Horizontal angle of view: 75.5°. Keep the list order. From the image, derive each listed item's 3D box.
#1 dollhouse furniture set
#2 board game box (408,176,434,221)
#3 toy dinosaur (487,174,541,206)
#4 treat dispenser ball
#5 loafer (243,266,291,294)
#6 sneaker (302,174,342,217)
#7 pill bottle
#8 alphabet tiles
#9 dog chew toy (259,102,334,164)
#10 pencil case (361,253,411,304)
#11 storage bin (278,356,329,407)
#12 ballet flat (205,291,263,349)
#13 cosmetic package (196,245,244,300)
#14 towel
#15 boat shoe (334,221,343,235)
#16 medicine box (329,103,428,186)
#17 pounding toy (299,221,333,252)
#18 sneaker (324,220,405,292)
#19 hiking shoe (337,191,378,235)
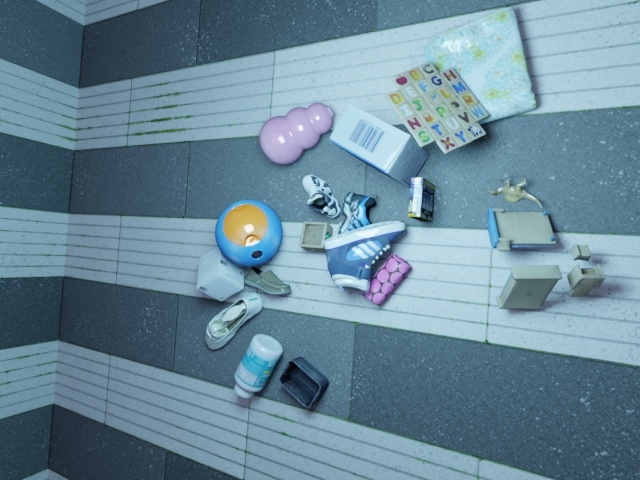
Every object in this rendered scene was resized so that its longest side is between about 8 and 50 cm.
[{"bbox_3d":[0.706,0.046,1.375,0.286,0.198,0.304,-1,54,7],"label":"dollhouse furniture set"},{"bbox_3d":[0.367,-0.146,1.501,0.048,0.170,0.141,2,87,29],"label":"board game box"},{"bbox_3d":[0.676,-0.173,1.418,0.183,0.053,0.093,20,112,34],"label":"toy dinosaur"},{"bbox_3d":[-0.306,-0.031,1.782,0.288,0.288,0.289,-2,86,27],"label":"treat dispenser ball"},{"bbox_3d":[-0.236,0.177,1.840,0.251,0.094,0.088,15,98,28],"label":"loafer"},{"bbox_3d":[-0.019,-0.193,1.714,0.094,0.153,0.235,-39,71,19],"label":"sneaker"},{"bbox_3d":[-0.282,0.556,1.815,0.146,0.146,0.264,33,103,25],"label":"pill bottle"},{"bbox_3d":[0.396,-0.459,1.403,0.285,0.011,0.343,-26,73,-13],"label":"alphabet tiles"},{"bbox_3d":[-0.093,-0.463,1.750,0.331,0.206,0.207,-26,75,16],"label":"dog chew toy"},{"bbox_3d":[0.251,0.147,1.593,0.209,0.095,0.098,-51,53,13],"label":"pencil case"},{"bbox_3d":[-0.070,0.590,1.737,0.180,0.084,0.122,34,102,24],"label":"storage bin"},{"bbox_3d":[-0.434,0.374,1.913,0.400,0.139,0.139,-41,70,20],"label":"ballet flat"},{"bbox_3d":[-0.453,0.147,1.886,0.151,0.151,0.184,-31,45,23],"label":"cosmetic package"},{"bbox_3d":[0.557,-0.598,1.473,0.320,0.090,0.375,-12,82,27],"label":"towel"},{"bbox_3d":[0.076,-0.029,1.724,0.035,0.035,0.100,5,96,25],"label":"boat shoe"},{"bbox_3d":[0.221,-0.341,1.520,0.263,0.289,0.149,36,101,24],"label":"medicine box"},{"bbox_3d":[0.000,0.000,1.738,0.141,0.100,0.130,4,75,25],"label":"pounding toy"},{"bbox_3d":[0.185,0.071,1.564,0.322,0.130,0.237,-16,98,-2],"label":"sneaker"},{"bbox_3d":[0.144,-0.038,1.646,0.132,0.113,0.304,9,98,16],"label":"hiking shoe"}]
